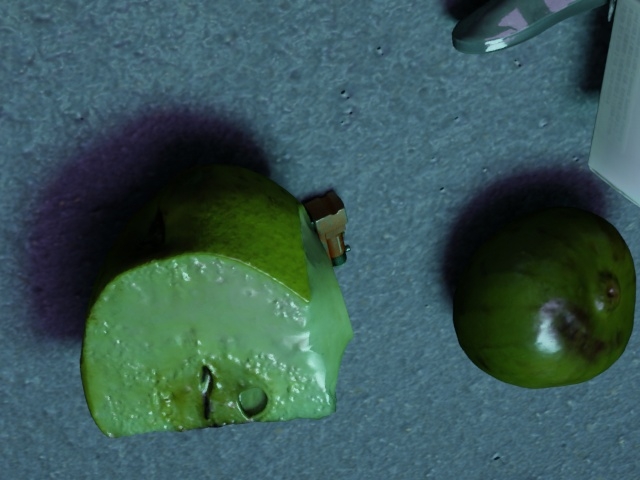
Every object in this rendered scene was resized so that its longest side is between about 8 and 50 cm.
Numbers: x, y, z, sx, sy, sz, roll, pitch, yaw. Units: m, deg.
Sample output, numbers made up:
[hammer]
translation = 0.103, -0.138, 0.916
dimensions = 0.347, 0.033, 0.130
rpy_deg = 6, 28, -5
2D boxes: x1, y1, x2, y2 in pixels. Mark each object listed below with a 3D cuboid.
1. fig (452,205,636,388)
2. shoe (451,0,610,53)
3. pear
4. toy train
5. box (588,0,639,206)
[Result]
[fig]
translation = 0.231, 0.065, 2.195
dimensions = 0.203, 0.203, 0.225
rpy_deg = 21, 161, -36
[shoe]
translation = 0.213, -0.249, 1.951
dimensions = 0.195, 0.079, 0.078
rpy_deg = -20, 112, -1
[pear]
translation = -0.115, 0.044, 2.020
dimensions = 0.286, 0.176, 0.282
rpy_deg = -7, 130, 9
[toy train]
translation = 0.000, 0.000, 2.120
dimensions = 0.064, 0.044, 0.103
rpy_deg = -26, 138, -12
[box]
translation = 0.384, -0.181, 2.010
dimensions = 0.203, 0.106, 0.252
rpy_deg = -30, 145, -29
